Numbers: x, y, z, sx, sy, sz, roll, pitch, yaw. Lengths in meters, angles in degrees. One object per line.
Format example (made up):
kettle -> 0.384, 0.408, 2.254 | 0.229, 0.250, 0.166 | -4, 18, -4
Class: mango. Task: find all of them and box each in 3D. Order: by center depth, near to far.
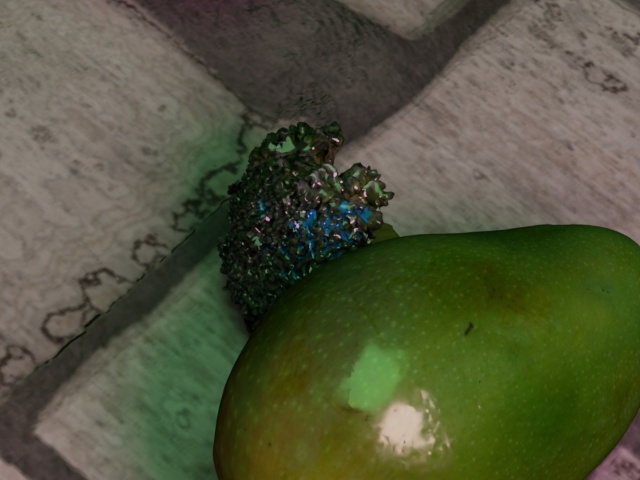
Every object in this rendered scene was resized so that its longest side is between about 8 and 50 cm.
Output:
mango -> 0.092, 0.097, 1.243 | 0.382, 0.201, 0.225 | -27, 83, -29

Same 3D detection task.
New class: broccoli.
broccoli -> 0.000, 0.000, 1.361 | 0.160, 0.154, 0.167 | 18, 38, -51
